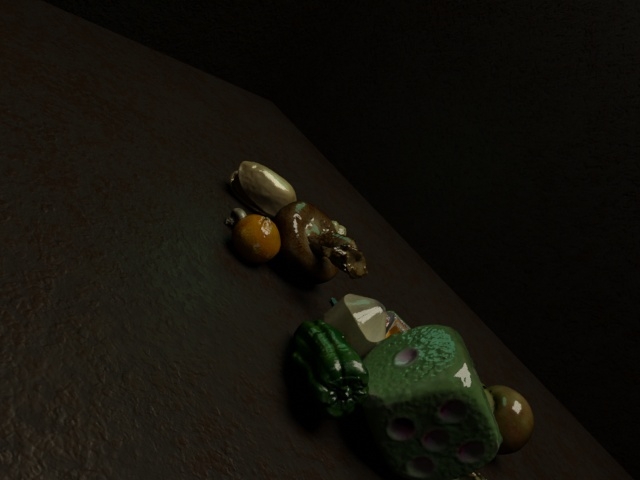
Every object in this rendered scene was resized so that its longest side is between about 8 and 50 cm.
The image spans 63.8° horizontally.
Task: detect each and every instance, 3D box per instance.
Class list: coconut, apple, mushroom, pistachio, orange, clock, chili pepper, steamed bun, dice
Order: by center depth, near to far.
[{"bbox_3d":[0.004,0.348,1.422,0.168,0.213,0.385,-7,11,-12],"label":"chili pepper"},{"bbox_3d":[0.303,0.457,1.458,0.322,0.319,0.330,-83,148,-67],"label":"dice"},{"bbox_3d":[0.124,0.283,1.732,0.202,0.222,0.202,44,15,-16],"label":"coconut"},{"bbox_3d":[-0.219,-0.007,1.772,0.177,0.155,0.177,44,26,-28],"label":"orange"},{"bbox_3d":[-0.308,-0.074,1.873,0.079,0.085,0.085,-19,58,-32],"label":"mushroom"},{"bbox_3d":[0.281,0.412,1.886,0.235,0.166,0.309,45,10,3],"label":"clock"},{"bbox_3d":[-0.020,-0.007,1.909,0.331,0.356,0.334,29,49,-22],"label":"mushroom"},{"bbox_3d":[0.697,0.701,1.988,0.233,0.257,0.256,52,14,-20],"label":"apple"},{"bbox_3d":[-0.236,-0.203,2.157,0.299,0.187,0.187,30,21,-21],"label":"pistachio"},{"bbox_3d":[0.041,-0.017,2.354,0.172,0.155,0.140,37,18,-24],"label":"steamed bun"}]

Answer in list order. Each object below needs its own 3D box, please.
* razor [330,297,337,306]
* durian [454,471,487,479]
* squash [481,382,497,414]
[{"bbox_3d":[0.086,0.290,1.953,0.190,0.033,0.066,54,-25,38],"label":"razor"},{"bbox_3d":[0.459,0.753,1.530,0.252,0.139,0.144,44,13,3],"label":"durian"},{"bbox_3d":[0.532,0.599,1.985,0.189,0.189,0.260,41,-9,-9],"label":"squash"}]
